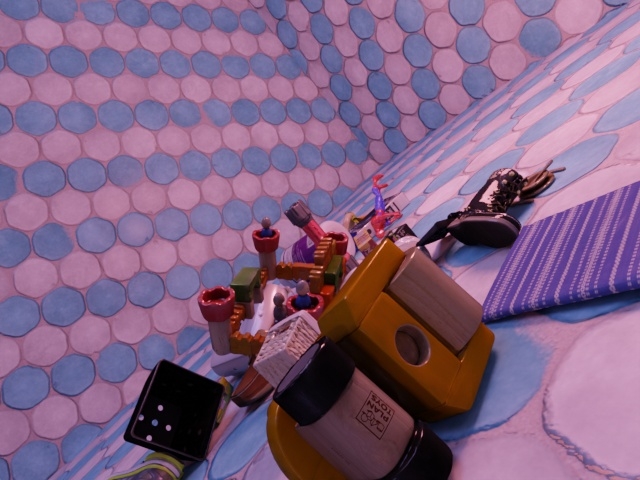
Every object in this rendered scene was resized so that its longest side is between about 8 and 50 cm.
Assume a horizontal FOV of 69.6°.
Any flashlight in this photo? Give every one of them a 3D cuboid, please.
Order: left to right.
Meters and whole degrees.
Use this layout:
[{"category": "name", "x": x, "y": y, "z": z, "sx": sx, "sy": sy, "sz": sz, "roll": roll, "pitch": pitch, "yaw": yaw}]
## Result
[{"category": "flashlight", "x": 0.000, "y": 0.000, "z": 1.557, "sx": 0.103, "sy": 0.304, "sz": 0.103, "roll": -30, "pitch": 14, "yaw": 49}]

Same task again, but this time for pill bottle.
[{"category": "pill bottle", "x": -0.030, "y": 0.069, "z": 1.779, "sx": 0.322, "sy": 0.182, "sz": 0.181, "roll": -34, "pitch": 9, "yaw": 38}]

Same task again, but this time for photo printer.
[{"category": "photo printer", "x": -0.216, "y": 0.282, "z": 1.447, "sx": 0.307, "sy": 0.107, "sz": 0.256, "roll": -33, "pitch": 36, "yaw": 47}]

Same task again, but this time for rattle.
[{"category": "rattle", "x": 0.154, "y": -0.027, "z": 2.018, "sx": 0.130, "sy": 0.142, "sz": 0.200, "roll": 101, "pitch": -172, "yaw": -47}]

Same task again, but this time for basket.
[{"category": "basket", "x": -0.028, "y": 0.236, "z": 0.872, "sx": 0.113, "sy": 0.167, "sz": 0.103, "roll": -35, "pitch": 15, "yaw": 36}]

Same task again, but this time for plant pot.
[{"category": "plant pot", "x": -0.379, "y": 0.435, "z": 1.139, "sx": 0.167, "sy": 0.188, "sz": 0.188, "roll": -35, "pitch": 32, "yaw": 38}]

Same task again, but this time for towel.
[{"category": "towel", "x": 0.395, "y": 0.006, "z": 0.645, "sx": 0.243, "sy": 0.040, "sz": 0.336, "roll": -47, "pitch": 8, "yaw": -34}]

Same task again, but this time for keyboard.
[{"category": "keyboard", "x": 0.295, "y": -0.029, "z": 1.097, "sx": 0.108, "sy": 0.023, "sz": 0.180, "roll": -52, "pitch": -19, "yaw": 27}]

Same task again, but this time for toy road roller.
[{"category": "toy road roller", "x": 0.060, "y": 0.183, "z": 0.631, "sx": 0.329, "sy": 0.202, "sz": 0.240, "roll": -48, "pitch": 0, "yaw": -39}]

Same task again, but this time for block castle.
[{"category": "block castle", "x": -0.094, "y": 0.100, "z": 1.212, "sx": 0.302, "sy": 0.213, "sz": 0.453, "roll": 3, "pitch": 24, "yaw": 11}]

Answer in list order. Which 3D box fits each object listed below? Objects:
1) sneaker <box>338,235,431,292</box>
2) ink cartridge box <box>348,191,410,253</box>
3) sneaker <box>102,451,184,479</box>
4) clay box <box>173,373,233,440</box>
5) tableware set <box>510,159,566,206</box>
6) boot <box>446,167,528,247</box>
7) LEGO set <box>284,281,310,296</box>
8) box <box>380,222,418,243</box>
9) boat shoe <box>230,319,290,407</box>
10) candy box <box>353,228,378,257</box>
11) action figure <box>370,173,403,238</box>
[{"category": "sneaker", "x": 0.152, "y": 0.089, "z": 1.108, "sx": 0.262, "sy": 0.099, "sz": 0.121, "roll": -41, "pitch": 12, "yaw": 3}, {"category": "ink cartridge box", "x": 0.202, "y": -0.062, "z": 1.861, "sx": 0.332, "sy": 0.065, "sz": 0.165, "roll": -43, "pitch": 9, "yaw": -17}, {"category": "sneaker", "x": -0.446, "y": 0.596, "z": 1.049, "sx": 0.300, "sy": 0.111, "sz": 0.121, "roll": -40, "pitch": 11, "yaw": 19}, {"category": "clay box", "x": -0.323, "y": 0.479, "z": 1.309, "sx": 0.127, "sy": 0.053, "sz": 0.222, "roll": -40, "pitch": 7, "yaw": 8}, {"category": "tableware set", "x": 0.458, "y": -0.130, "z": 1.074, "sx": 0.128, "sy": 0.039, "sz": 0.194, "roll": -42, "pitch": 7, "yaw": -13}, {"category": "boot", "x": 0.367, "y": -0.076, "z": 0.948, "sx": 0.179, "sy": 0.085, "sz": 0.236, "roll": -51, "pitch": 5, "yaw": -5}, {"category": "LEGO set", "x": -0.073, "y": 0.202, "z": 1.488, "sx": 0.132, "sy": 0.107, "sz": 0.287, "roll": -39, "pitch": 7, "yaw": 6}, {"category": "box", "x": 0.232, "y": -0.002, "z": 1.352, "sx": 0.052, "sy": 0.062, "sz": 0.083, "roll": -47, "pitch": 11, "yaw": -34}, {"category": "boat shoe", "x": -0.139, "y": 0.294, "z": 1.228, "sx": 0.122, "sy": 0.120, "sz": 0.324, "roll": -33, "pitch": 10, "yaw": 42}, {"category": "candy box", "x": 0.154, "y": 0.033, "z": 1.355, "sx": 0.053, "sy": 0.109, "sz": 0.187, "roll": -39, "pitch": 7, "yaw": 4}, {"category": "action figure", "x": 0.258, "y": -0.130, "z": 1.734, "sx": 0.138, "sy": 0.091, "sz": 0.281, "roll": -10, "pitch": 52, "yaw": 26}]
